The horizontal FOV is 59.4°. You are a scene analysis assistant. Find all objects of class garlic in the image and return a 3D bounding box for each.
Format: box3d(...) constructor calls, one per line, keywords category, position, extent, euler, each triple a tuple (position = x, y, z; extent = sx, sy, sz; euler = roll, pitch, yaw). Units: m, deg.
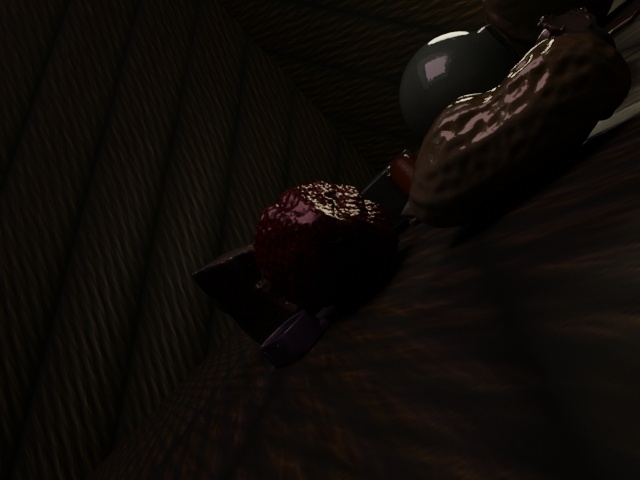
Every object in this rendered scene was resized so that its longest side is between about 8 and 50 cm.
box3d(category="garlic", position=(0.408, -0.278, 0.949), extent=(0.131, 0.127, 0.194), euler=(-24, -34, -28))

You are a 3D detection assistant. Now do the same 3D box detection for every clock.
box3d(category="clock", position=(-0.047, 0.173, 1.031), extent=(0.110, 0.050, 0.153), euler=(-44, 3, -32))

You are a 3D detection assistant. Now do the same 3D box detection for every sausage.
box3d(category="sausage", position=(0.199, -0.115, 1.120), extent=(0.076, 0.076, 0.197), euler=(-43, 31, 10))

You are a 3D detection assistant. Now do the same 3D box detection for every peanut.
box3d(category="peanut", position=(0.232, -0.132, 0.717), extent=(0.313, 0.152, 0.152), euler=(-39, 5, 41))

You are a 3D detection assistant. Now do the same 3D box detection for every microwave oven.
box3d(category="microwave oven", position=(0.173, -0.103, 1.333), extent=(0.163, 0.129, 0.205), euler=(-44, 1, 35))

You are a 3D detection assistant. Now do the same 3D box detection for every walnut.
box3d(category="walnut", position=(0.652, -0.711, 1.610), extent=(0.381, 0.381, 0.381), euler=(-43, 2, 2))

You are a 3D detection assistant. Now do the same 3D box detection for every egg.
box3d(category="egg", position=(0.323, -0.345, 1.315), extent=(0.276, 0.276, 0.389), euler=(-42, 4, 21))

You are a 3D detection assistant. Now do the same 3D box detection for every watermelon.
box3d(category="watermelon", position=(-0.158, 0.123, 1.339), extent=(0.151, 0.264, 0.302), euler=(-46, 7, -31))

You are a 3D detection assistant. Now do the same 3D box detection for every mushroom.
box3d(category="mushroom", position=(0.586, -0.410, 1.259), extent=(0.026, 0.028, 0.286), euler=(4, -23, -28))

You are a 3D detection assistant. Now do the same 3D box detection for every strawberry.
box3d(category="strawberry", position=(0.000, 0.000, 1.024), extent=(0.250, 0.238, 0.288), euler=(-46, -1, -3))

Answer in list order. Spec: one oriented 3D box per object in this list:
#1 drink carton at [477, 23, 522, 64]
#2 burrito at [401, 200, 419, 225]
box3d(category="drink carton", position=(0.502, -0.494, 1.620), extent=(0.134, 0.222, 0.102), euler=(-41, 3, 38))
box3d(category="burrito", position=(0.247, -0.116, 1.201), extent=(0.203, 0.064, 0.064), euler=(-47, 3, -23))
